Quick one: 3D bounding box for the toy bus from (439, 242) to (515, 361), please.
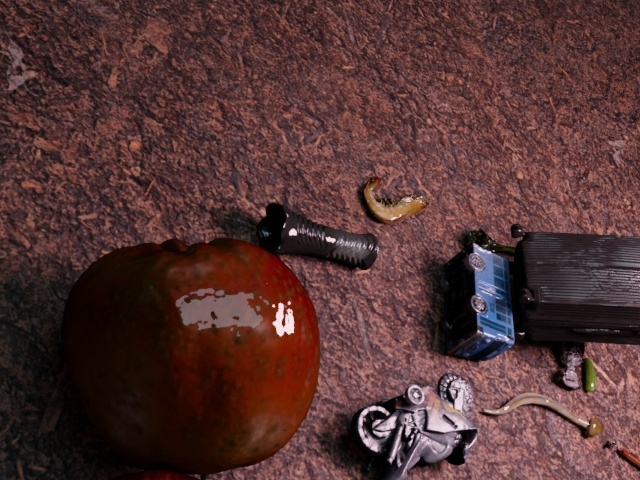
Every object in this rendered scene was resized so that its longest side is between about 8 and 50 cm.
[{"bbox_3d":[0.340,0.139,1.831,0.133,0.116,0.234,23,49,-22],"label":"toy bus"}]

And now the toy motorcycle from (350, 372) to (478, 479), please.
[{"bbox_3d":[0.192,0.358,1.604,0.307,0.108,0.173,-15,75,-36],"label":"toy motorcycle"}]

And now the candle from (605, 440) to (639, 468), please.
[{"bbox_3d":[0.696,0.486,1.893,0.167,0.021,0.026,34,69,-10],"label":"candle"}]

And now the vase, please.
[{"bbox_3d":[0.000,0.000,1.722,0.237,0.115,0.115,13,55,-31],"label":"vase"}]

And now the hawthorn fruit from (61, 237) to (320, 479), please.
[{"bbox_3d":[-0.196,0.186,1.311,0.403,0.403,0.403,16,53,-23],"label":"hawthorn fruit"}]

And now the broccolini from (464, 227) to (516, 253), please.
[{"bbox_3d":[0.440,0.021,2.036,0.254,0.071,0.057,11,14,-34],"label":"broccolini"}]

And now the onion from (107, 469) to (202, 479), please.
[{"bbox_3d":[-0.217,0.451,1.162,0.273,0.273,0.285,24,11,-17],"label":"onion"}]

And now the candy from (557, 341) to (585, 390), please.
[{"bbox_3d":[0.584,0.245,1.959,0.094,0.051,0.226,39,46,-12],"label":"candy"}]

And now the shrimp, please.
[{"bbox_3d":[0.167,-0.099,1.936,0.178,0.034,0.124,-23,68,-35],"label":"shrimp"}]

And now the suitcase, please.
[{"bbox_3d":[0.579,0.099,1.851,0.335,0.152,0.229,2,45,4],"label":"suitcase"}]

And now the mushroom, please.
[{"bbox_3d":[0.473,0.364,1.824,0.306,0.043,0.068,17,28,-20],"label":"mushroom"}]

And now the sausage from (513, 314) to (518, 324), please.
[{"bbox_3d":[0.490,0.189,1.955,0.132,0.024,0.024,11,55,-27],"label":"sausage"}]

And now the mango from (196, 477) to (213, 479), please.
[{"bbox_3d":[-0.191,0.407,1.365,0.089,0.046,0.060,-5,63,-39],"label":"mango"}]

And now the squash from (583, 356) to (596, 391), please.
[{"bbox_3d":[0.616,0.306,1.955,0.027,0.027,0.089,23,52,-18],"label":"squash"}]
